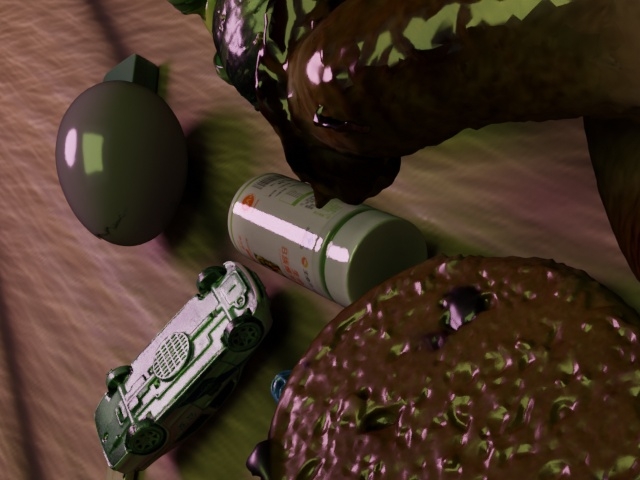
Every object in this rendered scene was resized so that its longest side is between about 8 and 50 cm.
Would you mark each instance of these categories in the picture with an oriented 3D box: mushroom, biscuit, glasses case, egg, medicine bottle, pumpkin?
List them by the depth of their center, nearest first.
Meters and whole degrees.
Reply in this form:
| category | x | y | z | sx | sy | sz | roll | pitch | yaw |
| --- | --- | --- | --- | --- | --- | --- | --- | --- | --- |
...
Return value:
| category | x | y | z | sx | sy | sz | roll | pitch | yaw |
| --- | --- | --- | --- | --- | --- | --- | --- | --- | --- |
| mushroom | 0.142 | -0.128 | 0.410 | 0.334 | 0.356 | 0.331 | -77 | -5 | -76 |
| biscuit | 0.089 | 0.131 | 0.584 | 0.296 | 0.075 | 0.296 | -22 | 44 | 23 |
| medicine bottle | 0.000 | 0.000 | 0.768 | 0.183 | 0.086 | 0.086 | 23 | 89 | 51 |
| pumpkin | -0.011 | -0.178 | 0.795 | 0.146 | 0.190 | 0.190 | -57 | 40 | 12 |
| egg | -0.222 | -0.088 | 1.004 | 0.146 | 0.146 | 0.198 | -28 | 57 | 35 |
| glasses case | -0.255 | -0.147 | 1.153 | 0.078 | 0.039 | 0.184 | -22 | 56 | 38 |

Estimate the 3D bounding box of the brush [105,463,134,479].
| category | x | y | z | sx | sy | sz | roll | pitch | yaw |
| --- | --- | --- | --- | --- | --- | --- | --- | --- | --- |
| brush | -0.207 | 0.291 | 0.894 | 0.085 | 0.020 | 0.336 | -20 | 56 | 41 |

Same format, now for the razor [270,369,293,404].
| category | x | y | z | sx | sy | sz | roll | pitch | yaw |
| --- | --- | --- | --- | --- | --- | --- | --- | --- | --- |
| razor | 0.032 | 0.173 | 0.678 | 0.082 | 0.042 | 0.253 | -39 | 39 | -12 |

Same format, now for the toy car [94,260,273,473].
| category | x | y | z | sx | sy | sz | roll | pitch | yaw |
| --- | --- | --- | --- | --- | --- | --- | --- | --- | --- |
| toy car | -0.123 | 0.123 | 0.846 | 0.224 | 0.076 | 0.090 | -47 | 41 | 9 |

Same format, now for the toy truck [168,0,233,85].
| category | x | y | z | sx | sy | sz | roll | pitch | yaw |
| --- | --- | --- | --- | --- | --- | --- | --- | --- | --- |
| toy truck | -0.061 | -0.283 | 0.948 | 0.210 | 0.148 | 0.187 | -39 | 39 | -2 |
